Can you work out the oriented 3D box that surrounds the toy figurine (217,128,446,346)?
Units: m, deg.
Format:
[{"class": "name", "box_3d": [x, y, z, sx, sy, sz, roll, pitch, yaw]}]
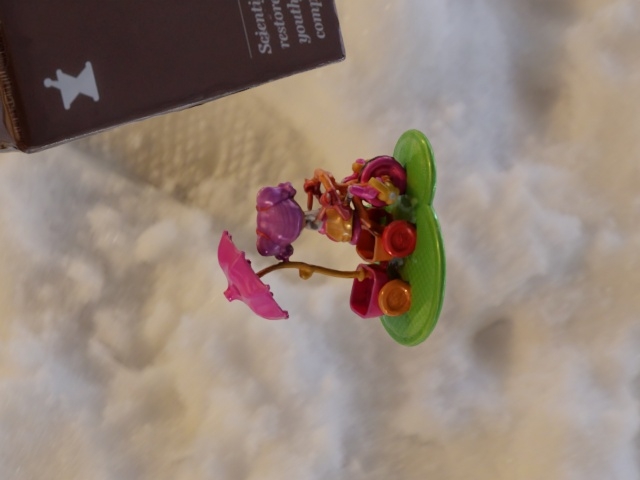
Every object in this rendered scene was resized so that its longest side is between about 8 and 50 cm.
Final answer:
[{"class": "toy figurine", "box_3d": [0.000, 0.000, 1.380, 0.159, 0.130, 0.173, -2, 106, -24]}]

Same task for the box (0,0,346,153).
[{"class": "box", "box_3d": [-0.123, -0.141, 0.837, 0.167, 0.203, 0.168, -19, 103, -30]}]
